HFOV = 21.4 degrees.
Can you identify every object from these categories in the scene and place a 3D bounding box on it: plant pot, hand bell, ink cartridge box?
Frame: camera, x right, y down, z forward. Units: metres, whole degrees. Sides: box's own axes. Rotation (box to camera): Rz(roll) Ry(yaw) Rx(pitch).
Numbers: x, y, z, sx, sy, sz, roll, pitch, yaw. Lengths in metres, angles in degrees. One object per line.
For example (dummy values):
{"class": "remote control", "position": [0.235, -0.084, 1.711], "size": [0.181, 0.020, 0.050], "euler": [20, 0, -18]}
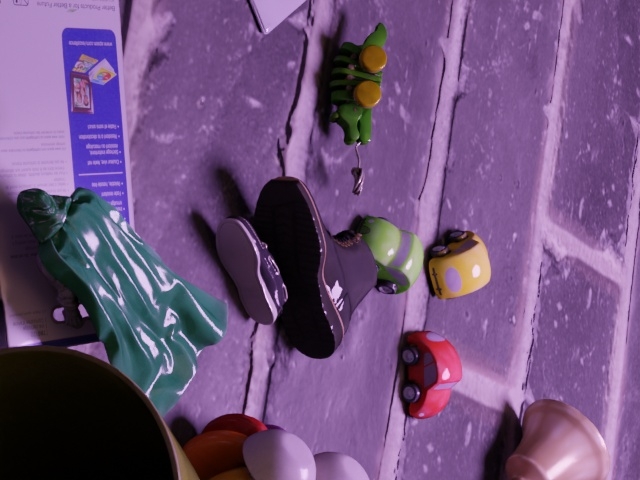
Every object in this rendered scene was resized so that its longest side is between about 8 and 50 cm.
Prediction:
{"class": "plant pot", "position": [-0.182, 0.262, 1.309], "size": [0.293, 0.275, 0.274], "euler": [55, 45, -58]}
{"class": "hand bell", "position": [0.215, 0.298, 1.963], "size": [0.242, 0.126, 0.126], "euler": [-35, 116, -36]}
{"class": "ink cartridge box", "position": [-0.231, -0.077, 1.392], "size": [0.165, 0.065, 0.332], "euler": [-5, 91, -54]}

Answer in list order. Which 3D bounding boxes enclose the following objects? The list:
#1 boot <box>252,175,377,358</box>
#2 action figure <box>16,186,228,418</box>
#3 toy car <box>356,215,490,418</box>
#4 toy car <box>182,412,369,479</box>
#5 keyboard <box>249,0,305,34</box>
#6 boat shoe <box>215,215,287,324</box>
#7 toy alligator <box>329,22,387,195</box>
{"class": "boot", "position": [0.000, 0.000, 1.704], "size": [0.137, 0.077, 0.197], "euler": [-50, 140, -48]}
{"class": "action figure", "position": [-0.170, 0.035, 1.362], "size": [0.232, 0.063, 0.137], "euler": [56, 49, -40]}
{"class": "toy car", "position": [0.112, 0.051, 1.857], "size": [0.225, 0.053, 0.239], "euler": [46, 53, -42]}
{"class": "toy car", "position": [-0.057, 0.227, 1.565], "size": [0.182, 0.159, 0.136], "euler": [27, 27, -43]}
{"class": "keyboard", "position": [-0.005, -0.300, 1.757], "size": [0.256, 0.014, 0.072], "euler": [-47, 129, -44]}
{"class": "boat shoe", "position": [-0.063, 0.023, 1.628], "size": [0.038, 0.046, 0.125], "euler": [-53, 131, -41]}
{"class": "toy alligator", "position": [0.031, -0.142, 1.766], "size": [0.051, 0.056, 0.189], "euler": [12, 76, -10]}
